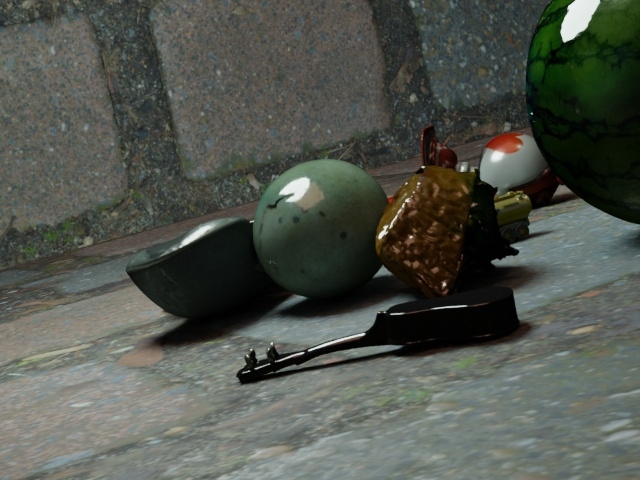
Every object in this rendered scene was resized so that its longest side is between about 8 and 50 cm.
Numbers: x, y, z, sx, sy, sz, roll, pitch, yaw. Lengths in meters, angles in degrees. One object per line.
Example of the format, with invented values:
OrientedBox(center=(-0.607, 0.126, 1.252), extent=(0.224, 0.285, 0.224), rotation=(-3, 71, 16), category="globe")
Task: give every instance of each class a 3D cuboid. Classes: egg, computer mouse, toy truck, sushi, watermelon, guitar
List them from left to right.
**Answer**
OrientedBox(center=(-0.119, 0.052, 1.721), extent=(0.167, 0.090, 0.379), rotation=(-24, -13, 16), category="computer mouse")
OrientedBox(center=(0.004, -0.014, 1.618), extent=(0.169, 0.169, 0.236), rotation=(-12, 4, 14), category="egg")
OrientedBox(center=(0.046, 0.086, 1.219), extent=(0.271, 0.038, 0.084), rotation=(-12, 5, 13), category="guitar")
OrientedBox(center=(0.143, -0.009, 1.470), extent=(0.149, 0.140, 0.287), rotation=(-50, 3, 6), category="sushi")
OrientedBox(center=(0.218, -0.023, 1.731), extent=(0.123, 0.063, 0.052), rotation=(-16, 7, -20), category="toy truck")
OrientedBox(center=(0.398, -0.175, 1.469), extent=(0.363, 0.363, 0.363), rotation=(-14, 6, 1), category="watermelon")

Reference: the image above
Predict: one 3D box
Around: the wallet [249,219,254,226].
OrientedBox(center=(-0.134, 0.030, 1.858), extent=(0.195, 0.042, 0.161), rotation=(-17, -20, -14), category="wallet")

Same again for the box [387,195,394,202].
OrientedBox(center=(0.095, -0.049, 2.359), extent=(0.152, 0.048, 0.100), rotation=(-6, 12, 40), category="box")

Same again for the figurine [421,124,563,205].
OrientedBox(center=(0.280, -0.106, 2.071), extent=(0.226, 0.160, 0.183), rotation=(-3, 8, 11), category="figurine")
